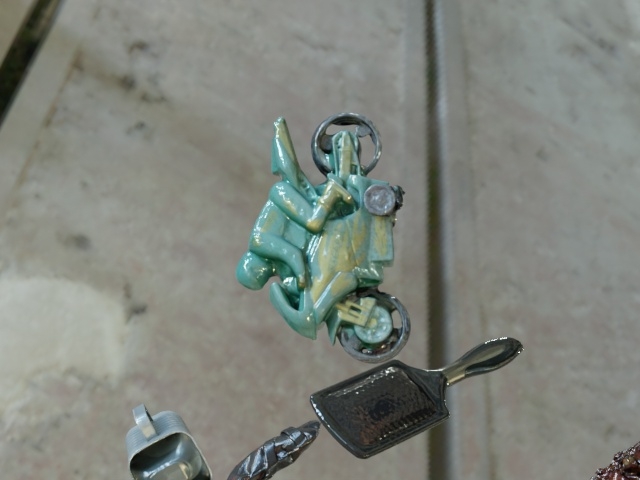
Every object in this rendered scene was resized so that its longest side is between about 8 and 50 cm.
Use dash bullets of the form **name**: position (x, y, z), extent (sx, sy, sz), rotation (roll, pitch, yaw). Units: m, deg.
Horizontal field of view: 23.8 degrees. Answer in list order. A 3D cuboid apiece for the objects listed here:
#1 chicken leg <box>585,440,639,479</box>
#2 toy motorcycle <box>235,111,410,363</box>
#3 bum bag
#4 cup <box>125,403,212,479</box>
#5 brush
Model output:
- **chicken leg**: position (0.280, 0.287, 1.455), extent (0.093, 0.205, 0.053), rotation (20, -8, -11)
- **toy motorcycle**: position (0.000, -0.002, 1.757), extent (0.198, 0.109, 0.296), rotation (-3, 79, 1)
- **bum bag**: position (-0.051, 0.234, 1.654), extent (0.034, 0.124, 0.058), rotation (54, -7, -7)
- **cup**: position (-0.213, 0.277, 2.014), extent (0.128, 0.095, 0.129), rotation (62, -7, -14)
- **brush**: position (0.078, 0.103, 1.089), extent (0.193, 0.016, 0.063), rotation (-19, 56, -40)
